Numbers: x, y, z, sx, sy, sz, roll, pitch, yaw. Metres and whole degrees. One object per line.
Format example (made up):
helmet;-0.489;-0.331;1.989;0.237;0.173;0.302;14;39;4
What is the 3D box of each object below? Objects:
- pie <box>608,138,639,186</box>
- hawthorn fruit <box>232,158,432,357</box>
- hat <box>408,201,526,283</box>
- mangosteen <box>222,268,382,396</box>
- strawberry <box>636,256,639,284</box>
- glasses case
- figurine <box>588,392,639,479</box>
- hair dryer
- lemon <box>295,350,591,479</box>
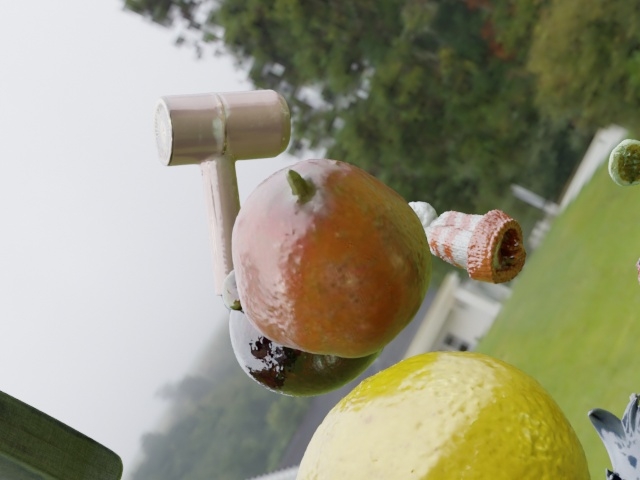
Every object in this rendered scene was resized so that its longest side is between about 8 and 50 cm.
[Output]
pie;0.546;-0.137;2.478;0.085;0.085;0.017;-64;13;6
hawthorn fruit;0.000;0.000;1.373;0.199;0.199;0.251;-58;-31;-24
hat;0.176;-0.004;1.825;0.112;0.162;0.093;2;-81;-59
mangosteen;-0.016;0.089;1.822;0.216;0.216;0.216;-59;-11;-19
strawberry;0.440;0.064;1.532;0.201;0.184;0.187;-88;-4;-47
glasses case;-0.381;0.232;1.659;0.323;0.131;0.074;38;-127;-42
figurine;0.499;0.339;2.061;0.197;0.175;0.265;15;-122;-62
hair dryer;-0.129;-0.047;2.059;0.107;0.189;0.344;165;99;-68
lemon;0.111;0.238;1.271;0.293;0.293;0.293;-59;-11;-19
